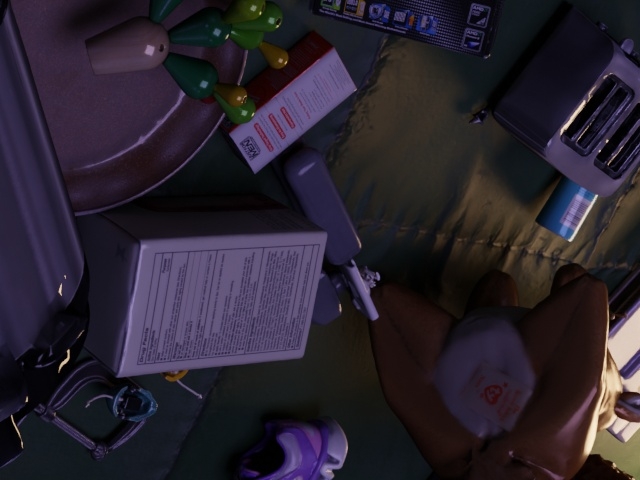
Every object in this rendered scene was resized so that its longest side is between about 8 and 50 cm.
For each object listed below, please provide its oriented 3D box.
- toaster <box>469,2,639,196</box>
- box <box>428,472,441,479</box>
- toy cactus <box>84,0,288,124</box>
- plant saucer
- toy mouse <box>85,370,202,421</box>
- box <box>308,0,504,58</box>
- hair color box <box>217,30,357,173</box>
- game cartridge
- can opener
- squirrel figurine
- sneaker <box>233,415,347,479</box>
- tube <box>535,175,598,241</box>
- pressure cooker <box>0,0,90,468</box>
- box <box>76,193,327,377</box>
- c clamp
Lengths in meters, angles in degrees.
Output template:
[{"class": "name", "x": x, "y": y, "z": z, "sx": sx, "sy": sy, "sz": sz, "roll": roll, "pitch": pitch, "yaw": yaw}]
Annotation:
[{"class": "toaster", "x": 0.299, "y": -0.153, "z": 2.063, "sx": 0.185, "sy": 0.110, "sz": 0.168, "roll": -52, "pitch": 137, "yaw": 8}, {"class": "box", "x": 0.219, "y": 0.363, "z": 2.374, "sx": 0.108, "sy": 0.153, "sz": 0.207, "roll": 27, "pitch": 104, "yaw": -48}, {"class": "toy cactus", "x": -0.126, "y": -0.198, "z": 1.642, "sx": 0.180, "sy": 0.112, "sz": 0.219, "roll": -15, "pitch": 135, "yaw": -4}, {"class": "plant saucer", "x": -0.212, "y": -0.166, "z": 1.688, "sx": 0.310, "sy": 0.050, "sz": 0.310, "roll": -22, "pitch": 133, "yaw": -26}, {"class": "toy mouse", "x": -0.205, "y": 0.139, "z": 1.933, "sx": 0.143, "sy": 0.031, "sz": 0.161, "roll": -34, "pitch": 129, "yaw": -31}, {"class": "box", "x": 0.097, "y": -0.288, "z": 1.758, "sx": 0.191, "sy": 0.045, "sz": 0.184, "roll": 16, "pitch": 123, "yaw": 5}, {"class": "hair color box", "x": -0.037, "y": -0.142, "z": 1.851, "sx": 0.141, "sy": 0.043, "sz": 0.072, "roll": -40, "pitch": 138, "yaw": -8}, {"class": "game cartridge", "x": 0.482, "y": 0.104, "z": 2.454, "sx": 0.355, "sy": 0.068, "sz": 0.230, "roll": -48, "pitch": 134, "yaw": 2}, {"class": "can opener", "x": 0.000, "y": 0.000, "z": 1.970, "sx": 0.093, "sy": 0.074, "sz": 0.280, "roll": -33, "pitch": 137, "yaw": -13}, {"class": "squirrel figurine", "x": 0.263, "y": 0.226, "z": 2.159, "sx": 0.281, "sy": 0.397, "sz": 0.370, "roll": -10, "pitch": 169, "yaw": 21}, {"class": "sneaker", "x": -0.068, "y": 0.306, "z": 2.151, "sx": 0.104, "sy": 0.095, "sz": 0.236, "roll": 20, "pitch": 103, "yaw": -39}, {"class": "tube", "x": 0.336, "y": -0.098, "z": 2.185, "sx": 0.207, "sy": 0.052, "sz": 0.080, "roll": -59, "pitch": 149, "yaw": 6}, {"class": "pressure cooker", "x": -0.371, "y": -0.003, "z": 1.409, "sx": 0.375, "sy": 0.370, "sz": 0.420, "roll": -4, "pitch": 124, "yaw": 13}, {"class": "box", "x": -0.130, "y": 0.042, "z": 1.845, "sx": 0.232, "sy": 0.127, "sz": 0.148, "roll": -2, "pitch": 112, "yaw": -37}, {"class": "c clamp", "x": -0.259, "y": 0.192, "z": 1.957, "sx": 0.137, "sy": 0.022, "sz": 0.161, "roll": -53, "pitch": 137, "yaw": 0}]
